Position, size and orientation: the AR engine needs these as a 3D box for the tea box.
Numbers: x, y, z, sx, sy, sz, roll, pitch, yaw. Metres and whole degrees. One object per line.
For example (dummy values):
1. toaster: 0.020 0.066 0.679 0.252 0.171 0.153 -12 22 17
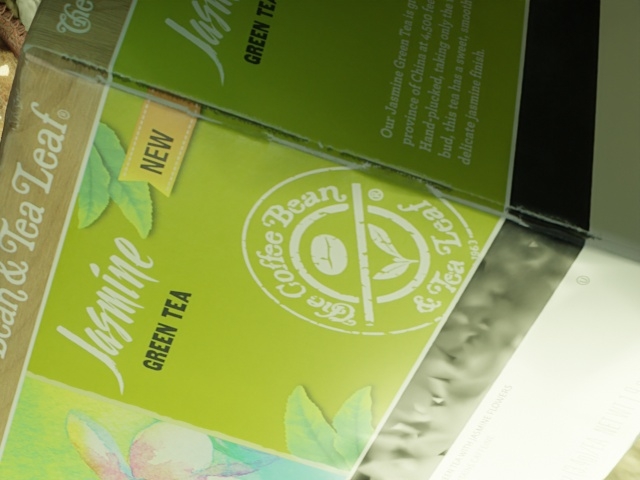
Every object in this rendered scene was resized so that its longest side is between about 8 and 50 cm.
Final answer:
1. tea box: 0.000 0.000 0.818 0.323 0.220 0.329 18 136 -6

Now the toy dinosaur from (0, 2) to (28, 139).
1. toy dinosaur: -0.237 -0.129 1.038 0.127 0.200 0.296 58 178 40
